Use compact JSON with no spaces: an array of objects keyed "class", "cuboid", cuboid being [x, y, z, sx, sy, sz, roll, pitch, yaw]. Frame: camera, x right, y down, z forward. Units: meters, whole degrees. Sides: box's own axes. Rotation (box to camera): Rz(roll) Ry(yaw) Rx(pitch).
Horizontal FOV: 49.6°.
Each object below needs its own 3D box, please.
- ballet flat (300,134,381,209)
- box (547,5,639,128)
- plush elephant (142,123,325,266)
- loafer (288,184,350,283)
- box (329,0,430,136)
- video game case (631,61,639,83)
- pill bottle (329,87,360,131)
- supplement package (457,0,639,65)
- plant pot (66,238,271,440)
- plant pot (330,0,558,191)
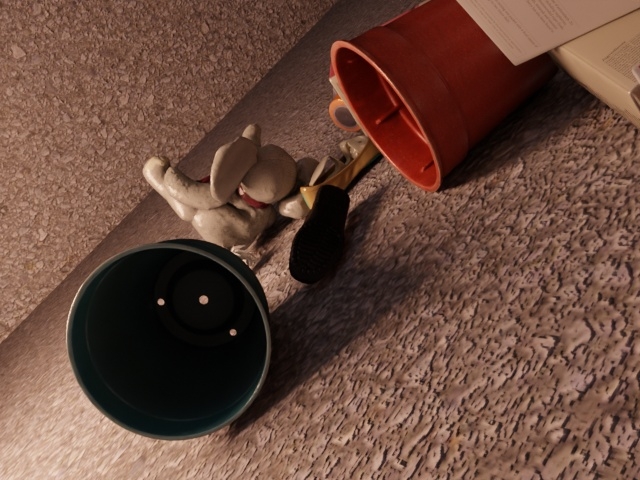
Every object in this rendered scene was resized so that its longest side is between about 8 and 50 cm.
[{"class":"ballet flat","cuboid":[0.050,-0.153,1.357,0.232,0.073,0.080,-49,23,-18]},{"class":"box","cuboid":[0.374,-0.232,0.851,0.113,0.094,0.275,-40,29,17]},{"class":"plush elephant","cuboid":[-0.155,-0.115,1.398,0.255,0.272,0.330,-50,47,16]},{"class":"loafer","cuboid":[0.000,0.000,1.167,0.078,0.080,0.220,112,-178,-45]},{"class":"box","cuboid":[0.152,-0.329,1.317,0.232,0.148,0.126,-23,34,22]},{"class":"video game case","cuboid":[0.392,-0.176,0.518,0.285,0.025,0.204,-34,20,27]},{"class":"pill bottle","cuboid":[0.111,-0.352,1.561,0.130,0.130,0.245,-16,33,49]},{"class":"supplement package","cuboid":[0.313,-0.374,0.808,0.293,0.178,0.175,-19,47,43]},{"class":"plant pot","cuboid":[-0.198,0.115,1.035,0.272,0.271,0.255,-39,7,7]},{"class":"plant pot","cuboid":[0.202,-0.261,1.073,0.265,0.272,0.272,-36,20,-6]}]
